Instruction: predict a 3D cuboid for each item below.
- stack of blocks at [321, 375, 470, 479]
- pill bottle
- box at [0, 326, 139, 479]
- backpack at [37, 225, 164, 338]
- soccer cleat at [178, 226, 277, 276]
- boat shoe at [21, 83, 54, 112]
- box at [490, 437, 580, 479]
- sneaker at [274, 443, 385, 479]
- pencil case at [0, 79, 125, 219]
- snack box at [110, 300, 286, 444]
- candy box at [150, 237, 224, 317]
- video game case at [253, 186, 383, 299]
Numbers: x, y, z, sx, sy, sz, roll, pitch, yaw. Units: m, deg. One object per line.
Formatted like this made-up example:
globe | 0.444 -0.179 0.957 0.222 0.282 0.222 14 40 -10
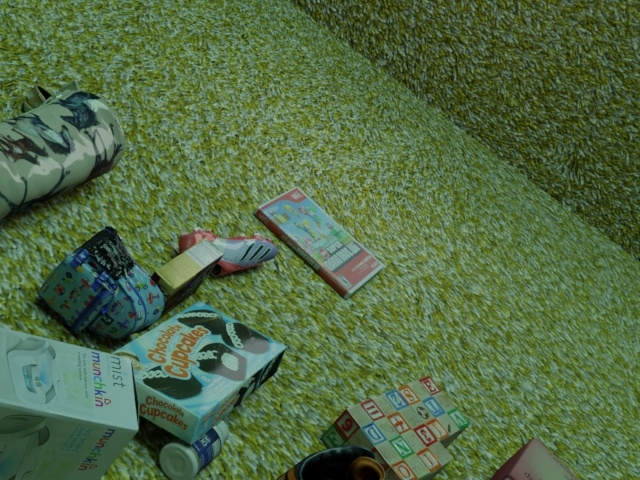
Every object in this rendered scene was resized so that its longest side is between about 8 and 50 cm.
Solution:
stack of blocks | 0.158 0.371 1.886 0.171 0.087 0.297 50 31 20
pill bottle | -0.193 0.322 1.580 0.067 0.067 0.120 42 29 8
box | -0.391 0.244 1.268 0.231 0.262 0.127 20 34 -31
backpack | -0.352 0.091 1.655 0.173 0.158 0.117 48 37 -6
soccer cleat | -0.182 0.033 2.017 0.248 0.083 0.095 10 69 -49
boat shoe | -0.506 -0.242 2.029 0.190 0.072 0.068 33 29 -10
box | 0.389 0.504 1.916 0.148 0.127 0.232 44 29 10
sneaker | 0.077 0.438 1.603 0.321 0.180 0.125 25 31 -22
pencil case | -0.523 -0.153 1.788 0.183 0.160 0.410 55 29 -3
snack box | -0.206 0.207 1.667 0.187 0.060 0.322 26 22 14
candy box | -0.259 0.074 1.819 0.053 0.109 0.186 42 28 6
video game case | 0.000 0.000 2.305 0.285 0.025 0.204 42 29 8
